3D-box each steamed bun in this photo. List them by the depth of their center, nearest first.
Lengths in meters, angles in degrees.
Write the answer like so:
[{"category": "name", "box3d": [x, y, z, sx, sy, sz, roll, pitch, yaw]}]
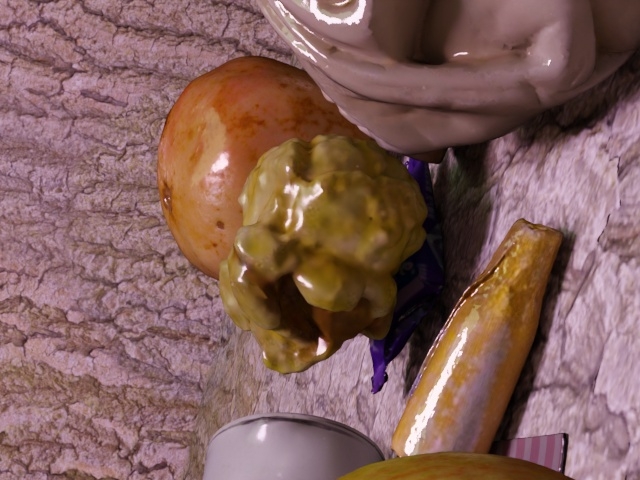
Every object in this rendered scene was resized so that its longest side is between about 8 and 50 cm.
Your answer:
[{"category": "steamed bun", "box3d": [0.085, -0.253, 0.827, 0.368, 0.255, 0.342, -27, 52, 46]}]

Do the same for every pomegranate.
[{"category": "pomegranate", "box3d": [-0.061, -0.097, 1.448, 0.342, 0.343, 0.342, -165, 90, -79]}]

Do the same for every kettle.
[{"category": "kettle", "box3d": [-0.023, 0.365, 1.008, 0.205, 0.265, 0.318, -28, 39, 30]}]

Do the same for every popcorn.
[{"category": "popcorn", "box3d": [0.000, 0.000, 1.049, 0.256, 0.195, 0.255, -39, 27, 43]}]

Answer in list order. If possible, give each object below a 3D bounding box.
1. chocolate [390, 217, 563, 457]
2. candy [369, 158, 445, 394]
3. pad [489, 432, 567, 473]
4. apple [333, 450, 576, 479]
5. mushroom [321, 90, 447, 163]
[{"category": "chocolate", "box3d": [0.133, 0.086, 0.828, 0.219, 0.086, 0.085, -65, 12, 7]}, {"category": "candy", "box3d": [0.087, 0.024, 1.139, 0.275, 0.070, 0.145, -87, 23, -45]}, {"category": "pad", "box3d": [0.116, 0.262, 0.839, 0.300, 0.005, 0.202, 138, 145, -71]}, {"category": "apple", "box3d": [0.067, 0.235, 0.548, 0.246, 0.226, 0.246, -168, 90, -79]}, {"category": "mushroom", "box3d": [0.113, -0.275, 1.136, 0.313, 0.224, 0.397, -55, 25, 27]}]
